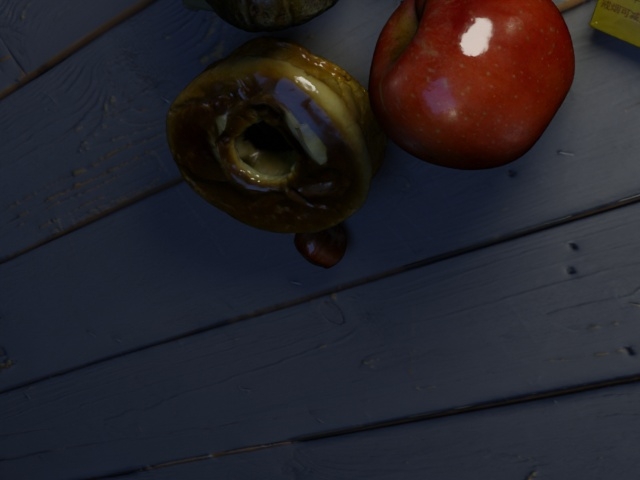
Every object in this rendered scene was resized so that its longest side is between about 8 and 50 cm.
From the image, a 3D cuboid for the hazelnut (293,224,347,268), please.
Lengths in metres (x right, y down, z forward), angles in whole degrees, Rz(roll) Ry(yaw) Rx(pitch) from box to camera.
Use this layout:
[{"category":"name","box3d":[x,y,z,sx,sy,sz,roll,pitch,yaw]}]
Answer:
[{"category":"hazelnut","box3d":[0.000,0.000,1.916,0.086,0.086,0.086,19,133,22]}]

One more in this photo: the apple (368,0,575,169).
[{"category":"apple","box3d":[0.184,-0.212,1.480,0.216,0.260,0.260,29,141,-22]}]

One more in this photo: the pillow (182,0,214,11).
[{"category":"pillow","box3d":[-0.156,-0.414,1.701,0.119,0.053,0.208,15,128,23]}]

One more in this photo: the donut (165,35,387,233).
[{"category":"donut","box3d":[-0.063,-0.164,1.778,0.330,0.160,0.330,14,138,13]}]

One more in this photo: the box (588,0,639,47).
[{"category":"box","box3d":[0.424,-0.338,1.362,0.153,0.041,0.279,27,135,15]}]

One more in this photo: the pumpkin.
[{"category":"pumpkin","box3d":[-0.057,-0.359,1.566,0.219,0.219,0.162,12,139,28]}]
